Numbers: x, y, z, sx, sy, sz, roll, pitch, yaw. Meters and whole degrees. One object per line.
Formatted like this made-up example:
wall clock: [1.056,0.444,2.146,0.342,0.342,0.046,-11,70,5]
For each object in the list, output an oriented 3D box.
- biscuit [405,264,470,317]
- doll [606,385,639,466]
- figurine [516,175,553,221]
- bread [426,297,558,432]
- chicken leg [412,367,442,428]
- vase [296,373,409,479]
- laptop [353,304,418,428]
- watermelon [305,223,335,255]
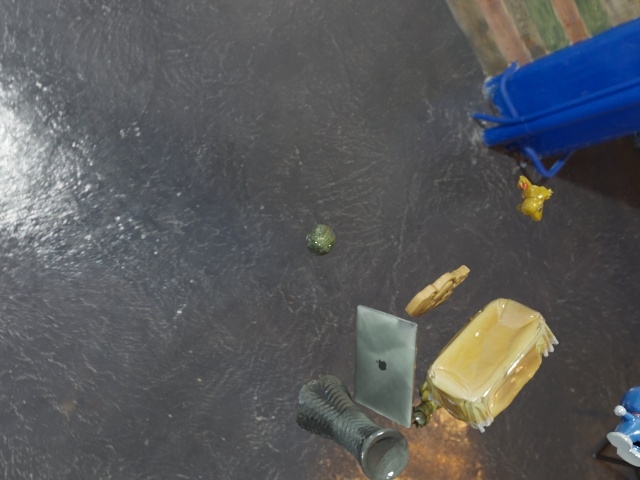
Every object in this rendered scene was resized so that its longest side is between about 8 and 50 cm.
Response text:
biscuit: [0.285,0.130,1.342,0.040,0.144,0.236,40,31,23]
doll: [0.996,0.565,1.703,0.257,0.161,0.215,-41,106,-33]
figurine: [0.648,-0.137,1.702,0.122,0.121,0.176,54,32,-12]
bread: [0.315,0.227,1.024,0.241,0.136,0.107,-42,128,-21]
chicken leg: [0.287,0.390,1.406,0.088,0.103,0.227,43,31,11]
vase: [0.048,0.299,0.881,0.115,0.237,0.116,0,91,-22]
laptop: [0.156,0.305,1.351,0.015,0.187,0.269,-12,108,-44]
watermelon: [0.000,0.000,1.406,0.078,0.078,0.111,64,19,-10]
